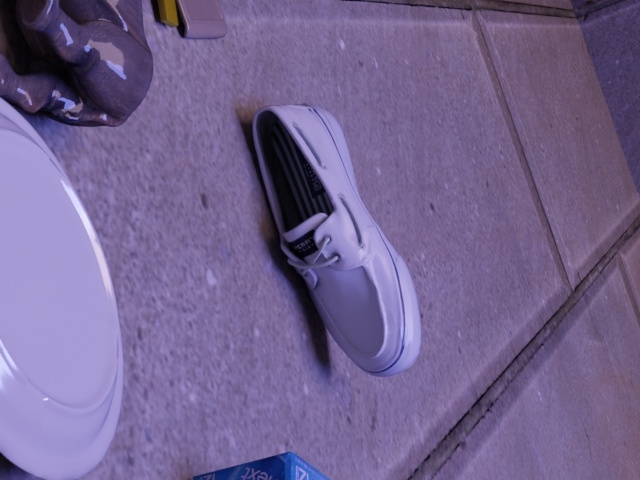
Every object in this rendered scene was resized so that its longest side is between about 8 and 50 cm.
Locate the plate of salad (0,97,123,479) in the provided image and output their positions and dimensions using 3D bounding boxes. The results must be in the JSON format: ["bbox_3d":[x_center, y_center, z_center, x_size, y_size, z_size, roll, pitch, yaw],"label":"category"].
[{"bbox_3d":[-0.152,0.020,0.591,0.200,0.048,0.200,-17,90,-78],"label":"plate of salad"}]

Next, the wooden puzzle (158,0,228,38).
[{"bbox_3d":[-0.097,-0.187,0.917,0.116,0.014,0.078,-5,82,-66],"label":"wooden puzzle"}]

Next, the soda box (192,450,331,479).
[{"bbox_3d":[0.005,0.206,0.766,0.210,0.071,0.067,45,34,-46],"label":"soda box"}]

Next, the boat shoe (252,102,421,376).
[{"bbox_3d":[0.000,0.000,0.928,0.076,0.083,0.226,1,59,-54],"label":"boat shoe"}]

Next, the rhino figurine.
[{"bbox_3d":[-0.148,-0.171,0.713,0.106,0.073,0.243,30,44,-52],"label":"rhino figurine"}]
